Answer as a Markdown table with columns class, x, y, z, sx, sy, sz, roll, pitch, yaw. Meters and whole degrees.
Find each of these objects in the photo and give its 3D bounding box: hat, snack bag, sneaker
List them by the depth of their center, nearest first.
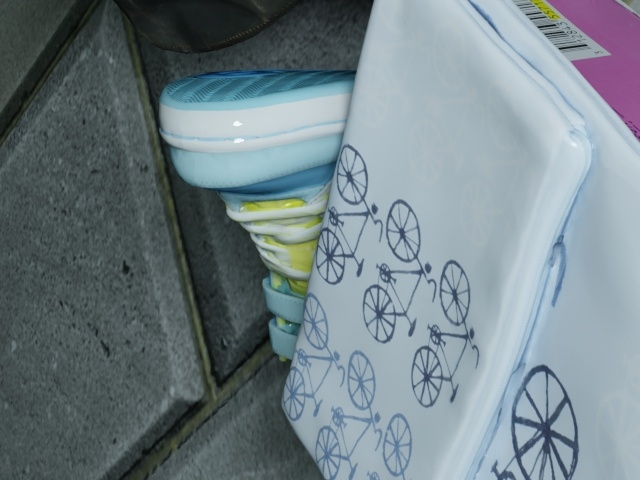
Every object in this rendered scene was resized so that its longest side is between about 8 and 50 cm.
| class | x | y | z | sx | sy | sz | roll | pitch | yaw |
| --- | --- | --- | --- | --- | --- | --- | --- | --- | --- |
| snack bag | 0.084 | 0.071 | 0.810 | 0.342 | 0.037 | 0.323 | 55 | 142 | 42 |
| sneaker | 0.000 | 0.000 | 1.025 | 0.127 | 0.319 | 0.208 | 4 | 96 | 22 |
| hat | -0.073 | -0.217 | 1.228 | 0.331 | 0.331 | 0.134 | 17 | 139 | 55 |

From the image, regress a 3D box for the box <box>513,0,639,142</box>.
| class | x | y | z | sx | sy | sz | roll | pitch | yaw |
| --- | --- | --- | --- | --- | --- | --- | --- | --- | --- |
| box | 0.126 | 0.014 | 0.898 | 0.213 | 0.117 | 0.243 | 52 | 144 | 46 |
